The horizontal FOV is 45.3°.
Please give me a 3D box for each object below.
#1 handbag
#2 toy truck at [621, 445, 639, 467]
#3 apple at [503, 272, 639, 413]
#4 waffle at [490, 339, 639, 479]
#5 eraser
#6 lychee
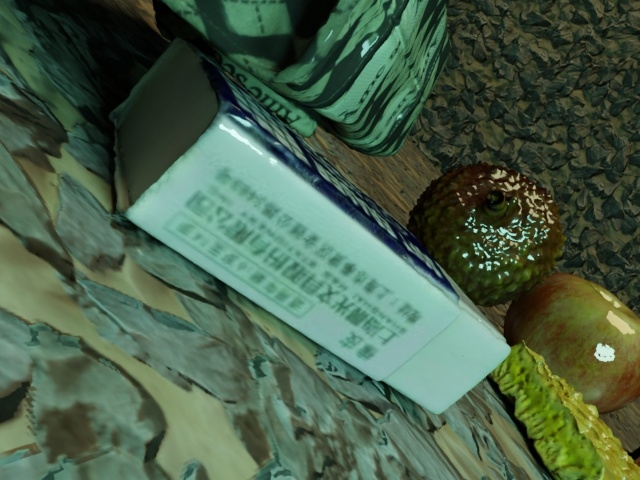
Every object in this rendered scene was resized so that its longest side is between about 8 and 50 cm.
[{"bbox_3d":[-0.064,-0.211,0.588,0.317,0.180,0.416,31,6,9],"label":"handbag"},{"bbox_3d":[0.490,0.321,1.082,0.114,0.107,0.252,53,14,23],"label":"toy truck"},{"bbox_3d":[0.344,0.140,1.038,0.209,0.164,0.209,33,14,-9],"label":"apple"},{"bbox_3d":[0.293,0.238,0.807,0.219,0.057,0.229,40,15,-29],"label":"waffle"},{"bbox_3d":[0.000,0.000,0.509,0.287,0.086,0.130,37,14,-36],"label":"eraser"},{"bbox_3d":[0.208,-0.006,0.973,0.200,0.200,0.238,50,-8,14],"label":"lychee"}]
